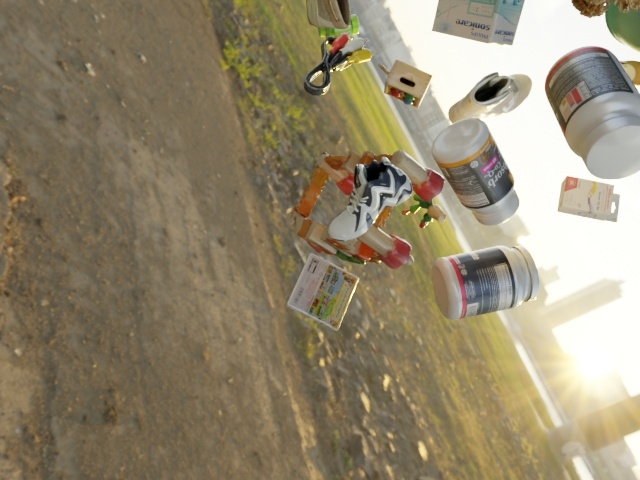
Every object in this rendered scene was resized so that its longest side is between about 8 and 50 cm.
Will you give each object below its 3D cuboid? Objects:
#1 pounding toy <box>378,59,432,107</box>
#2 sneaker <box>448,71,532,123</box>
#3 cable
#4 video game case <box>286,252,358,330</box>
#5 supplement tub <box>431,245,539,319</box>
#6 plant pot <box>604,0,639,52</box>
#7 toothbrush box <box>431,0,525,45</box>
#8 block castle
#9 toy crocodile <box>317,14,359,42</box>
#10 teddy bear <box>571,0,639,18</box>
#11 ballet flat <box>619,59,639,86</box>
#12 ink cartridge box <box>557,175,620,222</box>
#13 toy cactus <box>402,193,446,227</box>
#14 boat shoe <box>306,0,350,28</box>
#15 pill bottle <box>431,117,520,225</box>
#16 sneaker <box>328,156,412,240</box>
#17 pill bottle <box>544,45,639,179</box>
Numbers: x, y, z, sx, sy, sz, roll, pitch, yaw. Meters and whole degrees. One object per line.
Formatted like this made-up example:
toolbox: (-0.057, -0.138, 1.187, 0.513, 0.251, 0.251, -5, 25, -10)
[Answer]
pounding toy: (0.255, -0.507, 1.928, 0.180, 0.094, 0.206, 25, 1, 4)
sneaker: (0.526, -0.427, 1.691, 0.108, 0.292, 0.169, 61, -16, 3)
cable: (0.029, -0.486, 1.564, 0.139, 0.072, 0.287, 37, 47, 9)
video game case: (0.010, 0.186, 2.146, 0.206, 0.026, 0.227, 28, 61, -5)
supplement tub: (0.485, 0.122, 1.752, 0.191, 0.271, 0.191, 169, -90, -85)
plant pot: (0.983, -0.636, 1.652, 0.272, 0.271, 0.255, 54, 24, -29)
toothbrush box: (0.460, -0.717, 1.650, 0.126, 0.296, 0.216, -13, 33, -39)
block castle: (0.125, -0.089, 1.717, 0.212, 0.303, 0.453, 34, -12, -32)
toy crocodile: (0.063, -0.759, 2.138, 0.340, 0.115, 0.105, -119, -162, -65)
teddy bear: (0.538, -0.551, 1.134, 0.338, 0.113, 0.245, -98, 170, -75)
ballet flat: (0.894, -0.509, 1.786, 0.232, 0.073, 0.080, 36, -45, 54)
ink cartridge box: (0.915, -0.138, 1.982, 0.067, 0.198, 0.116, 73, 30, -72)
toy cactus: (0.379, -0.125, 2.116, 0.180, 0.112, 0.219, -130, -147, -49)
boat shoe: (0.023, -0.675, 1.407, 0.341, 0.110, 0.122, 82, 31, -50)
pill bottle: (0.428, -0.180, 1.594, 0.278, 0.162, 0.162, 49, 17, -32)
sneaker: (0.092, -0.109, 1.391, 0.153, 0.234, 0.094, 47, 17, -42)
pill bottle: (0.750, -0.346, 1.582, 0.210, 0.210, 0.363, 51, 28, -39)
